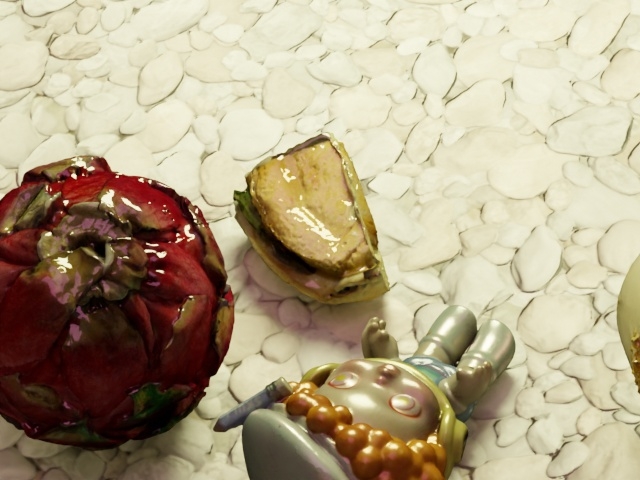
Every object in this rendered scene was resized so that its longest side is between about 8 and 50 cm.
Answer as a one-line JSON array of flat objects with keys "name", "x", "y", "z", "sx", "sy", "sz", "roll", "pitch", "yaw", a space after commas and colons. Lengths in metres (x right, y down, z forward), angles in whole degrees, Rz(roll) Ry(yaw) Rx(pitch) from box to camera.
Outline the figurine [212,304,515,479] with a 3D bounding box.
[{"name": "figurine", "x": 0.090, "y": 0.206, "z": 2.033, "sx": 0.382, "sy": 0.205, "sz": 0.224, "roll": -24, "pitch": 46, "yaw": -38}]

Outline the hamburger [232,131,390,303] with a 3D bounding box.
[{"name": "hamburger", "x": 0.000, "y": 0.000, "z": 2.249, "sx": 0.155, "sy": 0.135, "sz": 0.207, "roll": -29, "pitch": 66, "yaw": 3}]

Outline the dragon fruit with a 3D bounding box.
[{"name": "dragon fruit", "x": -0.247, "y": 0.076, "z": 2.080, "sx": 0.329, "sy": 0.329, "sz": 0.329, "roll": -3, "pitch": 50, "yaw": 4}]

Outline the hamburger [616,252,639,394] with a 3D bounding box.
[{"name": "hamburger", "x": 0.455, "y": 0.084, "z": 2.015, "sx": 0.294, "sy": 0.276, "sz": 0.179, "roll": -24, "pitch": 41, "yaw": -7}]
